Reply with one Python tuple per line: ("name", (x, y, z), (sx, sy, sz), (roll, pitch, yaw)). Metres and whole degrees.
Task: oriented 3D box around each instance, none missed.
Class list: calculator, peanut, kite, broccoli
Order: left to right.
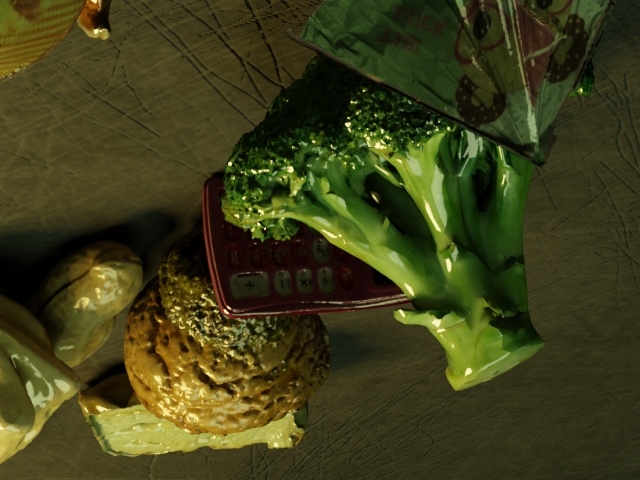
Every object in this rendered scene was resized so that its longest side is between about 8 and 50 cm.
("peanut", (-0.206, 0.055, 1.370), (0.080, 0.080, 0.174), (7, 145, -34))
("calculator", (0.000, 0.000, 1.291), (0.190, 0.127, 0.034), (-4, 159, -13))
("broccoli", (0.070, -0.029, 1.106), (0.269, 0.269, 0.254), (-8, 168, -7))
("kite", (0.114, -0.159, 0.961), (0.323, 0.013, 0.268), (-33, 126, -24))

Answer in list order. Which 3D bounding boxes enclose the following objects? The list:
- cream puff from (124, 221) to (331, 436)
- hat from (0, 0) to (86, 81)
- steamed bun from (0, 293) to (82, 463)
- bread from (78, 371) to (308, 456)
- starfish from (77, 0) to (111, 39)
("cream puff", (-0.078, 0.052, 1.353), (0.183, 0.183, 0.169), (-6, 130, -11))
("hat", (-0.208, -0.117, 0.807), (0.193, 0.082, 0.193), (-8, 142, -6))
("steamed bun", (-0.433, 0.157, 1.332), (0.428, 0.189, 0.247), (-26, 107, 24))
("bread", (-0.129, 0.168, 1.618), (0.232, 0.088, 0.128), (-4, 144, -3))
("starfish", (-0.124, -0.196, 0.879), (0.303, 0.113, 0.312), (-4, 149, -15))
